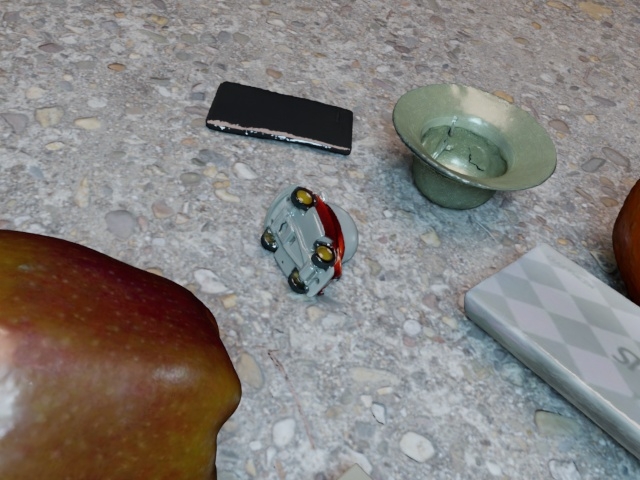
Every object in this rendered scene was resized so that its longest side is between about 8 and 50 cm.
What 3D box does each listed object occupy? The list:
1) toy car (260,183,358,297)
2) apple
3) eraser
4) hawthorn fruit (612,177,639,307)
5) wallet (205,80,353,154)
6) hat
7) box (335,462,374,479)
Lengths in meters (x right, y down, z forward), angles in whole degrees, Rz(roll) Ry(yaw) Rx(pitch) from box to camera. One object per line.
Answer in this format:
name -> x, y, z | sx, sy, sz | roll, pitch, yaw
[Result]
toy car -> 0.000, 0.000, 0.752 | 0.112, 0.112, 0.139 | -6, 59, -40
apple -> -0.233, 0.135, 0.446 | 0.317, 0.288, 0.288 | 5, 46, -28
eraser -> 0.378, 0.162, 0.677 | 0.213, 0.082, 0.397 | -26, 52, -31
hawthorn fruit -> 0.542, 0.031, 0.761 | 0.275, 0.275, 0.299 | 13, 61, -4
wallet -> -0.064, -0.209, 0.966 | 0.244, 0.025, 0.124 | 12, 47, -5
hat -> 0.219, -0.123, 0.892 | 0.257, 0.130, 0.257 | 8, 47, -9
box -> 0.051, 0.309, 0.478 | 0.141, 0.058, 0.201 | -29, 47, -34
